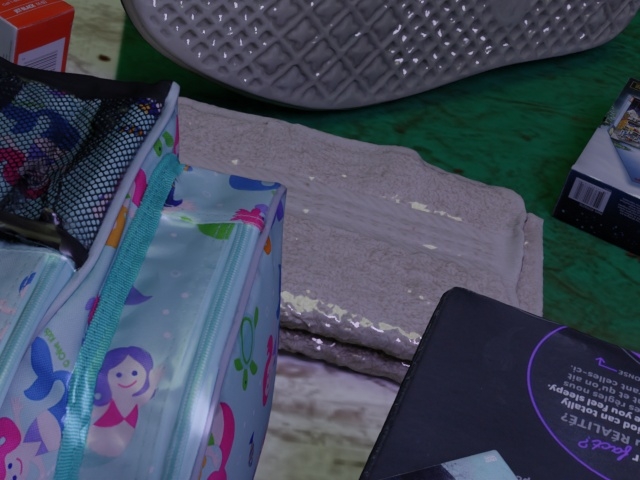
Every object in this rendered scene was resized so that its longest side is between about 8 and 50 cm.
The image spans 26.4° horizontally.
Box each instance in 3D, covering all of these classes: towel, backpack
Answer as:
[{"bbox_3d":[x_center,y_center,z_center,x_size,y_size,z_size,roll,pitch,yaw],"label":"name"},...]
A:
[{"bbox_3d":[0.000,0.000,0.823,0.282,0.049,0.187,14,36,-3],"label":"towel"},{"bbox_3d":[-0.120,0.076,0.536,0.191,0.225,0.253,17,40,9],"label":"backpack"}]

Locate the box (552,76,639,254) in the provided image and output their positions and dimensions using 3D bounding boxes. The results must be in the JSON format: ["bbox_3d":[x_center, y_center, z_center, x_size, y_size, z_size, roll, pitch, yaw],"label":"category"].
[{"bbox_3d":[0.298,-0.022,0.964,0.233,0.044,0.159,26,38,13],"label":"box"}]

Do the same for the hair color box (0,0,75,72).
[{"bbox_3d":[-0.238,-0.142,0.882,0.167,0.093,0.053,34,39,21],"label":"hair color box"}]

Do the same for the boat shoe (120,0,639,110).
[{"bbox_3d":[0.049,-0.213,1.017,0.500,0.187,0.156,-13,40,-40],"label":"boat shoe"}]

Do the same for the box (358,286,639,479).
[{"bbox_3d":[0.076,0.170,0.549,0.165,0.143,0.270,20,37,9],"label":"box"}]

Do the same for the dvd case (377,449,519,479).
[{"bbox_3d":[0.055,0.126,0.469,0.087,0.013,0.119,-9,43,-26],"label":"dvd case"}]
